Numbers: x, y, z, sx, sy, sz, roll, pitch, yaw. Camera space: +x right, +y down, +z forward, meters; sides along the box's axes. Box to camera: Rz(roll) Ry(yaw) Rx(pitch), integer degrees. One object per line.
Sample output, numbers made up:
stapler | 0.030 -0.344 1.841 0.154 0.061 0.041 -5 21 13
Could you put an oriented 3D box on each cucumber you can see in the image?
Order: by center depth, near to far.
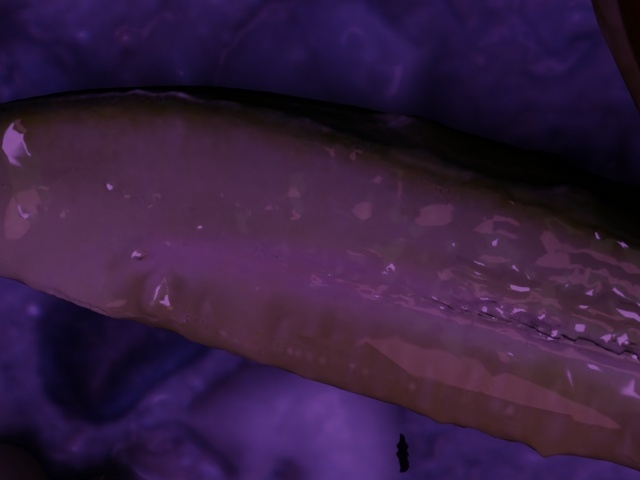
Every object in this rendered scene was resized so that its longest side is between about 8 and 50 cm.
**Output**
cucumber | 0.001 -0.002 0.648 0.325 0.145 0.105 13 98 20

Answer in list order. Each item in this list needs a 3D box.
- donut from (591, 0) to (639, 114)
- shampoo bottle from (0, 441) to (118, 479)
donut | 0.155 -0.092 0.507 0.160 0.330 0.330 -14 104 20
shampoo bottle | -0.158 0.131 0.746 0.162 0.079 0.079 -16 104 14
